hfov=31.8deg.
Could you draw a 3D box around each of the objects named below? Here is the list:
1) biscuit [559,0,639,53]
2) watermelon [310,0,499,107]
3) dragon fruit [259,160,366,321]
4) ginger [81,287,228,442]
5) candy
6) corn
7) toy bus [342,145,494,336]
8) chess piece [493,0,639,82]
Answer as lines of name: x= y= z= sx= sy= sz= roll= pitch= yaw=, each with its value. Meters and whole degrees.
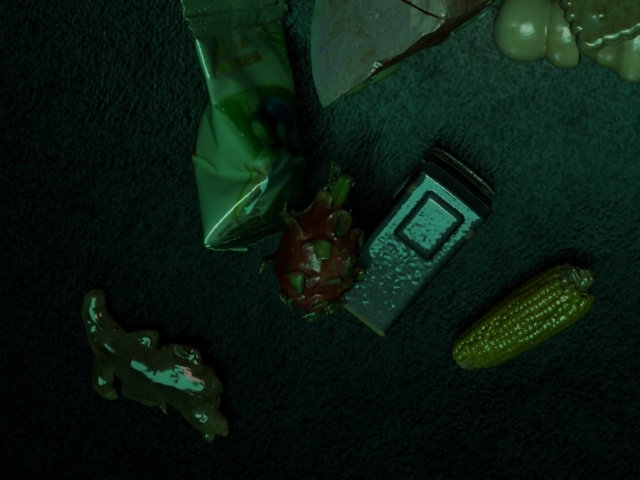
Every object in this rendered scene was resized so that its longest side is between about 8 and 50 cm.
biscuit: x=0.405 y=-0.435 z=1.558 sx=0.217 sy=0.044 sz=0.325 roll=-23 pitch=75 yaw=15
watermelon: x=0.157 y=-0.356 z=1.627 sx=0.292 sy=0.222 sz=0.319 roll=-23 pitch=62 yaw=45
dragon fruit: x=-0.004 y=0.000 z=1.648 sx=0.135 sy=0.137 sz=0.236 roll=13 pitch=98 yaw=30
ginger: x=-0.291 y=0.230 z=1.939 sx=0.333 sy=0.080 sz=0.166 roll=29 pitch=98 yaw=-3
candy: x=-0.107 y=-0.193 z=1.677 sx=0.172 sy=0.263 sz=0.398 roll=6 pitch=109 yaw=22
corn: x=0.325 y=0.125 z=1.785 sx=0.262 sy=0.097 sz=0.097 roll=-37 pitch=98 yaw=20
toy bus: x=0.137 y=0.001 z=1.742 sx=0.138 sy=0.167 sz=0.275 roll=39 pitch=109 yaw=-2
chess piece: x=0.383 y=-0.306 z=1.630 sx=0.261 sy=0.143 sz=0.142 roll=9 pitch=109 yaw=15
